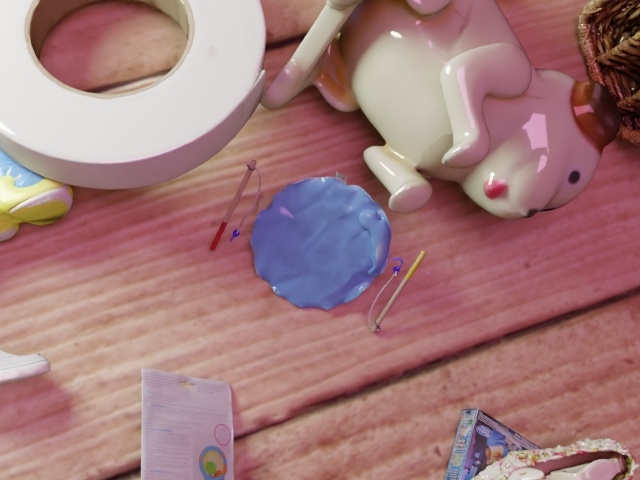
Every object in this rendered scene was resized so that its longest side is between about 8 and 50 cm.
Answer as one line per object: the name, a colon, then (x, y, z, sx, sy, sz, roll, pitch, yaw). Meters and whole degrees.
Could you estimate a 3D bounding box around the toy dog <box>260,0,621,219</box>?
toy dog: (0.185, -0.191, 1.258, 0.408, 0.284, 0.395, 41, 40, -2)

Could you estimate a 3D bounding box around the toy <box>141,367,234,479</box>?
toy: (-0.171, 0.284, 1.143, 0.137, 0.056, 0.237, 19, 53, -41)

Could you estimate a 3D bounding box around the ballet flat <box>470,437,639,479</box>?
ballet flat: (0.294, 0.302, 1.196, 0.241, 0.077, 0.091, -16, 84, -15)

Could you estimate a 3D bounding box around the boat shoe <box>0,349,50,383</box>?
boat shoe: (-0.421, 0.146, 1.133, 0.184, 0.066, 0.063, -6, 82, -5)

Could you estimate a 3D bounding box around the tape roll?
tape roll: (-0.259, -0.248, 1.189, 0.392, 0.072, 0.392, 2, 65, -5)

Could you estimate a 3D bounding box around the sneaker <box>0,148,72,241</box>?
sneaker: (-0.434, -0.054, 1.165, 0.240, 0.091, 0.126, -17, 65, -15)

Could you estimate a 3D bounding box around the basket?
basket: (0.493, -0.244, 1.298, 0.223, 0.299, 0.213, 19, 77, -11)

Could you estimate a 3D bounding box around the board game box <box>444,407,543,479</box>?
board game box: (0.233, 0.354, 1.243, 0.194, 0.060, 0.194, 33, 74, -5)

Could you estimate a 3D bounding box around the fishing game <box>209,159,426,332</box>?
fishing game: (0.000, 0.000, 1.241, 0.264, 0.041, 0.189, 24, 109, -8)
